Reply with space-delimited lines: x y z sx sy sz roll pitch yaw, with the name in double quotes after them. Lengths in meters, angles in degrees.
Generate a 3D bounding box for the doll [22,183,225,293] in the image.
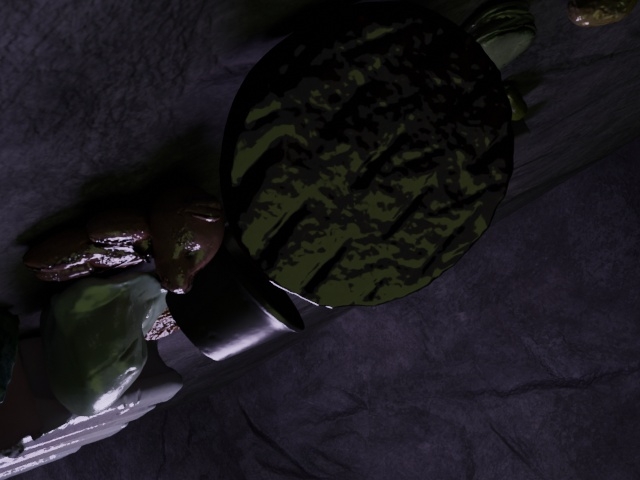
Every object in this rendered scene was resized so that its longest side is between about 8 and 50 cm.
-0.283 0.025 1.076 0.303 0.156 0.201 -21 172 -8 "doll"

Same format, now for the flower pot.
-0.170 0.109 1.282 0.166 0.269 0.269 -43 166 2 "flower pot"

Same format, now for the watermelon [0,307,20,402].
-0.630 0.236 1.138 0.193 0.231 0.310 80 28 -74 "watermelon"

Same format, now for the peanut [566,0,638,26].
0.484 -0.399 1.138 0.174 0.080 0.080 -28 167 11 "peanut"

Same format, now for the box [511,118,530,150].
0.374 -0.211 1.673 0.243 0.055 0.103 -24 166 -13 "box"

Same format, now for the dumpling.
-0.405 0.168 1.268 0.320 0.211 0.270 -24 -142 57 "dumpling"

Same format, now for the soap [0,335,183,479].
-0.575 0.351 1.573 0.350 0.213 0.435 -36 164 23 "soap"

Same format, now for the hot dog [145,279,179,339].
-0.344 0.143 1.502 0.227 0.099 0.160 -22 161 -12 "hot dog"

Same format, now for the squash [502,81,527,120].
0.396 -0.285 1.463 0.052 0.052 0.183 -32 163 18 "squash"

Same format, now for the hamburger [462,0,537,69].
0.268 -0.310 1.091 0.133 0.062 0.140 -14 163 -40 "hamburger"

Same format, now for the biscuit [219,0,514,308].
0.064 -0.104 0.931 0.407 0.407 0.091 -27 -150 -5 "biscuit"
